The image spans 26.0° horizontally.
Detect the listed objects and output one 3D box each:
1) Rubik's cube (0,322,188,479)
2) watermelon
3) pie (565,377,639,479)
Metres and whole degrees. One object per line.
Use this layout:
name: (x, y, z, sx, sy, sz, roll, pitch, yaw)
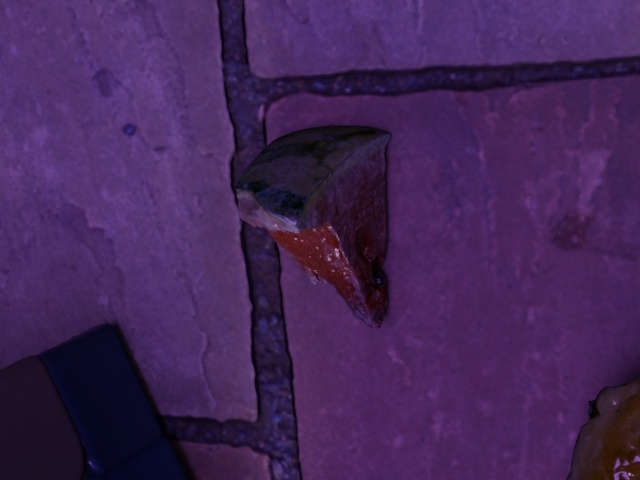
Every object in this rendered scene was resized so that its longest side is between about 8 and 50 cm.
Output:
Rubik's cube: (-0.305, 0.309, 1.106, 0.347, 0.347, 0.344, -26, 91, 28)
watermelon: (0.005, -0.024, 1.055, 0.098, 0.121, 0.158, 6, 150, 39)
pie: (0.310, 0.230, 0.932, 0.296, 0.078, 0.371, -14, 102, 30)
